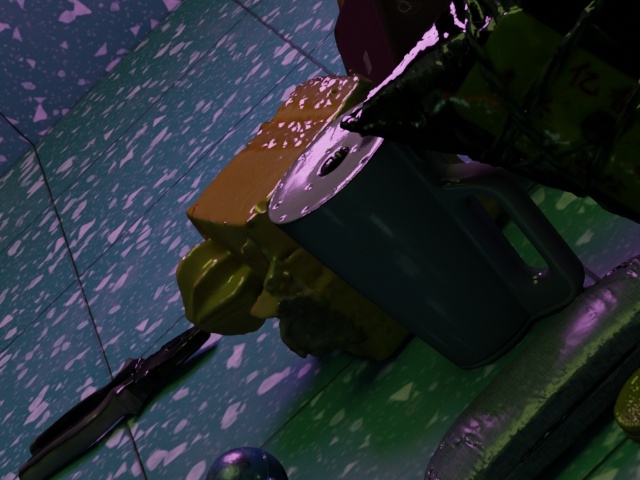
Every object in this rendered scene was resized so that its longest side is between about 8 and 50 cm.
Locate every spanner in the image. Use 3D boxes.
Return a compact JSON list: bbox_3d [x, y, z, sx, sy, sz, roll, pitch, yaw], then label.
[{"bbox_3d":[-0.257,0.199,2.292,0.325,0.040,0.095,-38,20,22],"label":"spanner"}]

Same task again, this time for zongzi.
[{"bbox_3d":[0.252,-0.192,1.521,0.319,0.383,0.362,-84,13,-57],"label":"zongzi"}]

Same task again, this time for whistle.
[{"bbox_3d":[-0.081,0.243,1.793,0.090,0.090,0.158,-53,20,-23],"label":"whistle"}]

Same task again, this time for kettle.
[{"bbox_3d":[0.109,-0.008,1.689,0.210,0.243,0.160,-31,25,39],"label":"kettle"}]

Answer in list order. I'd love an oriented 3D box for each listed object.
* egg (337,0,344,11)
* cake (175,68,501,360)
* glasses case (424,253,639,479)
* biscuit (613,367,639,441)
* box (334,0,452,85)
[{"bbox_3d":[0.146,-0.331,2.237,0.289,0.238,0.238,-60,7,38],"label":"egg"},{"bbox_3d":[0.000,0.000,1.922,0.286,0.222,0.227,-53,19,-13],"label":"cake"},{"bbox_3d":[0.195,0.119,1.522,0.282,0.067,0.109,-47,17,-1],"label":"glasses case"},{"bbox_3d":[0.267,0.121,1.439,0.084,0.023,0.084,-38,20,17],"label":"biscuit"},{"bbox_3d":[0.124,-0.213,1.976,0.167,0.193,0.294,-18,-9,-10],"label":"box"}]
